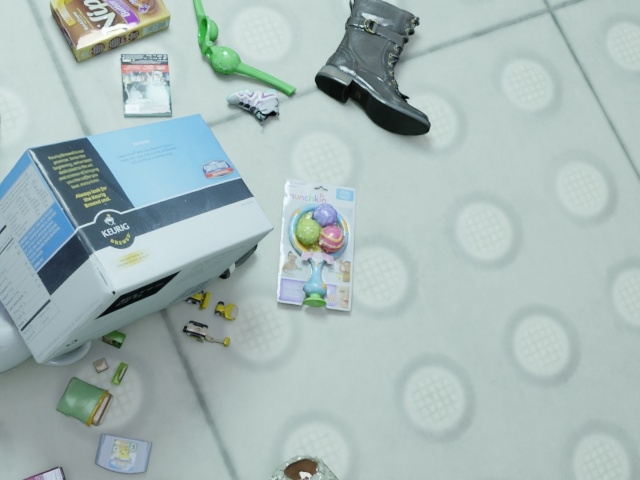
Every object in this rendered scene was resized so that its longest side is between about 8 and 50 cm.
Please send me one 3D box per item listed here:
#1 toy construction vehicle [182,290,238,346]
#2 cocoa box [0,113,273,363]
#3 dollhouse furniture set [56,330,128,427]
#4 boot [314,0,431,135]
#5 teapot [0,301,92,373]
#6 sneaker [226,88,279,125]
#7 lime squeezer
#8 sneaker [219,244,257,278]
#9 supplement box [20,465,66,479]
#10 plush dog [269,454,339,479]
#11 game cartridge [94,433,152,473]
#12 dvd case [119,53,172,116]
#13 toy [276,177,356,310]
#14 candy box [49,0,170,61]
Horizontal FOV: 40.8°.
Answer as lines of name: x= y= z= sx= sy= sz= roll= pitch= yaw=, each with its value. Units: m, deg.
toy construction vehicle: x=-0.195 y=0.132 z=1.468 sx=0.098 sy=0.035 sz=0.086 roll=17 pitch=60 yaw=-12
cocoa box: x=-0.291 y=-0.016 z=1.274 sx=0.228 sy=0.231 sz=0.347 roll=57 pitch=36 yaw=6
dollhouse furniture set: x=-0.359 y=0.219 z=1.384 sx=0.076 sy=0.058 sz=0.152 roll=25 pitch=70 yaw=-5
boot: x=0.134 y=-0.347 z=1.654 sx=0.263 sy=0.091 sz=0.229 roll=30 pitch=70 yaw=-2
teapot: x=-0.521 y=0.119 z=1.313 sx=0.256 sy=0.187 sz=0.252 roll=38 pitch=41 yaw=18
sneaker: x=-0.121 y=-0.242 z=1.587 sx=0.098 sy=0.038 sz=0.069 roll=-7 pitch=75 yaw=-15
lime squeezer: x=-0.179 y=-0.379 z=1.603 sx=0.110 sy=0.059 sz=0.310 roll=-38 pitch=85 yaw=-20
sneaker: x=-0.187 y=-0.056 z=1.495 sx=0.106 sy=0.078 sz=0.234 roll=-32 pitch=94 yaw=-27
supplement box: x=-0.433 y=0.381 z=1.321 sx=0.083 sy=0.055 sz=0.043 roll=-17 pitch=79 yaw=-19
plush dog: x=-0.011 y=0.505 z=1.350 sx=0.225 sy=0.211 sz=0.262 roll=-40 pitch=59 yaw=-7
game cartridge: x=-0.317 y=0.345 z=1.382 sx=0.083 sy=0.017 sz=0.056 roll=12 pitch=76 yaw=-10
dvd case: x=-0.316 y=-0.283 z=1.563 sx=0.087 sy=0.013 sz=0.120 roll=-4 pitch=74 yaw=-15
toy: x=0.000 y=0.000 z=1.539 sx=0.136 sy=0.056 sz=0.237 roll=8 pitch=73 yaw=-13
candy box: x=-0.380 y=-0.411 z=1.564 sx=0.186 sy=0.053 sz=0.109 roll=-28 pitch=83 yaw=-18
